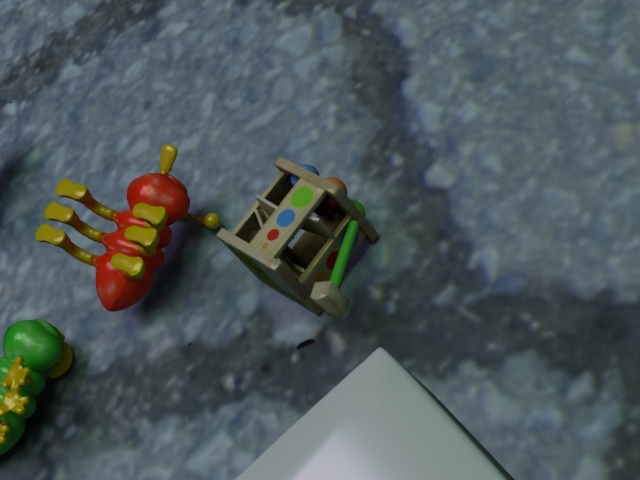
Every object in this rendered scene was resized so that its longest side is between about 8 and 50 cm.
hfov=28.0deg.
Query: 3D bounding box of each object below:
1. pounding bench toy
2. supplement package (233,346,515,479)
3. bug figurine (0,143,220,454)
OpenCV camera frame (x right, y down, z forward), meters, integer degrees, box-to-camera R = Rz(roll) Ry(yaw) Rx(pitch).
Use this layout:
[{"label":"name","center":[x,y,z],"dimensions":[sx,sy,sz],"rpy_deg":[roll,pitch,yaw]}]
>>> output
[{"label":"pounding bench toy","center":[0.000,0.000,0.705],"dimensions":[0.083,0.052,0.065],"rpy_deg":[29,77,42]},{"label":"supplement package","center":[0.046,0.210,0.463],"dimensions":[0.204,0.145,0.262],"rpy_deg":[-43,47,0]},{"label":"bug figurine","center":[-0.204,0.016,0.811],"dimensions":[0.279,0.072,0.216],"rpy_deg":[19,77,35]}]
